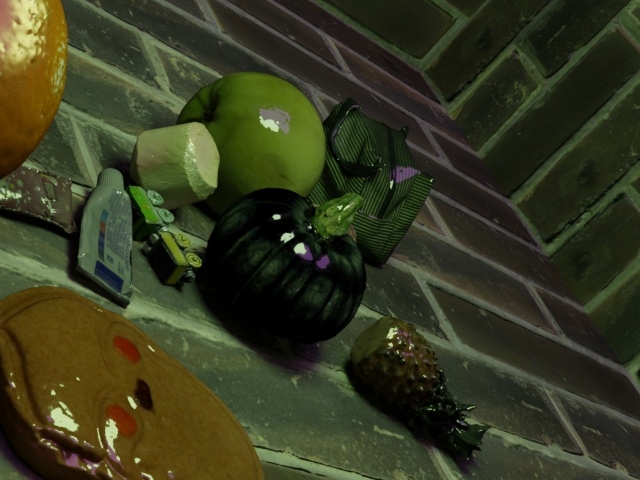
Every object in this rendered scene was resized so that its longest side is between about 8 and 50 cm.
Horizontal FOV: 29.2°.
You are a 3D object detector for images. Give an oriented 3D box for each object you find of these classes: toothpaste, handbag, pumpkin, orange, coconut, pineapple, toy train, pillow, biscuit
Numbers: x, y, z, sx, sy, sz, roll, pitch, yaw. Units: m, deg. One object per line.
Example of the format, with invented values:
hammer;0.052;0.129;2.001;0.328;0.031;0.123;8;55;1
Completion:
toothpaste;-0.334;-0.016;1.936;0.099;0.068;0.282;14;37;-18
handbag;0.096;-0.143;2.744;0.247;0.240;0.340;25;28;-32
pumpkin;-0.038;0.025;2.103;0.296;0.296;0.296;38;21;-17
orange;-0.537;-0.256;1.590;0.424;0.326;0.423;12;69;-36
coconut;-0.265;-0.130;2.164;0.147;0.153;0.147;-13;90;-73
pineapple;0.191;0.275;2.270;0.310;0.141;0.170;45;-6;-18
toy train;-0.271;-0.009;2.040;0.081;0.060;0.202;4;44;-50
pillow;-0.443;-0.071;1.857;0.185;0.043;0.118;19;40;-45
biscuit;-0.255;0.223;1.614;0.455;0.078;0.349;36;18;-21

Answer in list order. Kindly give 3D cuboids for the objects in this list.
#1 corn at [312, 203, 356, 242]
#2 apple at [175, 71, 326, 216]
corn;-0.001;-0.002;2.414;0.126;0.126;0.335;47;5;8
apple;-0.139;-0.180;2.346;0.254;0.292;0.292;37;20;-41
